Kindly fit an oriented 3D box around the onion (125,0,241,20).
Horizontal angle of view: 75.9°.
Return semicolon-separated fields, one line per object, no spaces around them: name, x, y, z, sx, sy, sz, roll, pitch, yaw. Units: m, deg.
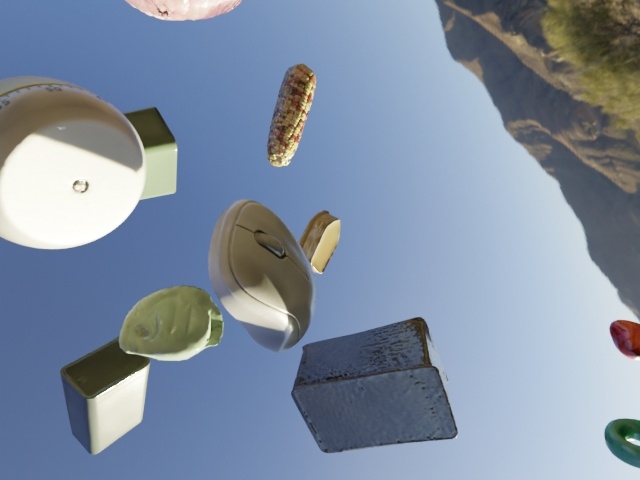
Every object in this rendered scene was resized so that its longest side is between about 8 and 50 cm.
onion;-0.162;-0.471;0.560;0.159;0.348;0.267;30;-133;7

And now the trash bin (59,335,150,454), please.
trash bin;-0.534;0.392;1.026;0.122;0.240;0.164;31;-148;22

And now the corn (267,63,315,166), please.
corn;-0.075;-0.305;1.002;0.086;0.086;0.253;22;-99;-43

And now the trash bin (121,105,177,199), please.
trash bin;-0.576;-0.203;1.081;0.344;0.222;0.158;-20;-114;-29

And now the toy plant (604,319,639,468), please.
toy plant;0.460;0.161;0.356;0.279;0.401;0.185;-98;-5;-46

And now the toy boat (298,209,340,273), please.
toy boat;0.000;0.000;1.177;0.188;0.061;0.116;-65;-32;-15

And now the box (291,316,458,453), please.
box;0.105;0.282;0.798;0.143;0.274;0.184;-72;-38;-63

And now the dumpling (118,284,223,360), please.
dumpling;-0.318;0.186;0.885;0.219;0.108;0.152;7;-126;-39

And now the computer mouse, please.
computer mouse;-0.075;0.070;0.678;0.296;0.121;0.184;77;-161;-45

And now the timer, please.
timer;-0.455;-0.142;0.669;0.285;0.285;0.284;30;-133;-37
